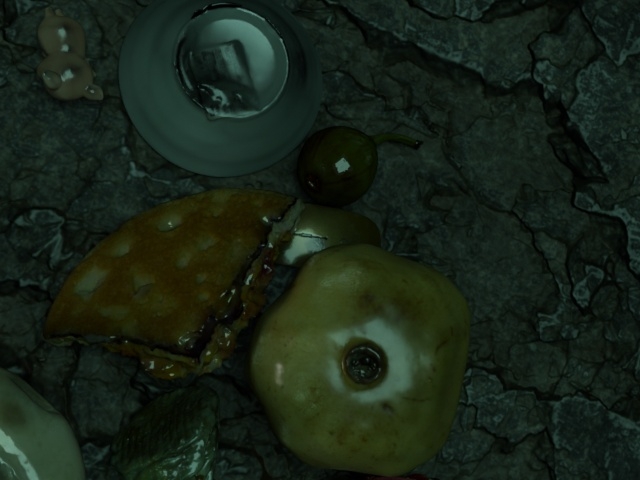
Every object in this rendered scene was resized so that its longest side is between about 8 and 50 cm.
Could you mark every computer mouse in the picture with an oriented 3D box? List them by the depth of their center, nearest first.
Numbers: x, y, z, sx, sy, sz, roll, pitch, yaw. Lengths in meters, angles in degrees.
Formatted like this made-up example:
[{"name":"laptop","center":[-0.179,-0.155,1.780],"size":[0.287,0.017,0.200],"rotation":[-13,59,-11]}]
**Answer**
[{"name":"computer mouse","center":[0.001,0.000,1.541],"size":[0.199,0.045,0.102],"rotation":[11,77,-15]}]

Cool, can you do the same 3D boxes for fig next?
[{"name":"fig","center":[0.070,-0.133,1.553],"size":[0.236,0.124,0.124],"rotation":[-26,91,-33]}]

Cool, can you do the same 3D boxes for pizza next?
[{"name":"pizza","center":[-0.191,0.061,1.397],"size":[0.408,0.114,0.278],"rotation":[-34,58,-6]}]

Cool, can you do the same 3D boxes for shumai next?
[{"name":"shumai","center":[-0.185,0.303,1.405],"size":[0.184,0.184,0.142],"rotation":[-39,118,-17]}]

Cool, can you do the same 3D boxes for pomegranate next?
[{"name":"pomegranate","center":[0.063,0.166,1.400],"size":[0.332,0.332,0.333],"rotation":[2,82,-16]}]

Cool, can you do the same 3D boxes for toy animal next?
[{"name":"toy animal","center":[-0.369,-0.263,1.447],"size":[0.083,0.089,0.150],"rotation":[-14,78,-14]}]

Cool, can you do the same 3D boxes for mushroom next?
[{"name":"mushroom","center":[-0.451,0.341,1.245],"size":[0.353,0.353,0.325],"rotation":[-25,121,-18]}]

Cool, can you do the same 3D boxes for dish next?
[{"name":"dish","center":[-0.137,-0.254,1.501],"size":[0.316,0.106,0.316],"rotation":[2,83,-16]}]

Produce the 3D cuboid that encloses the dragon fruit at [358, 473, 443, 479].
[{"name":"dragon fruit","center":[0.079,0.431,1.447],"size":[0.189,0.163,0.262],"rotation":[36,87,-6]}]
